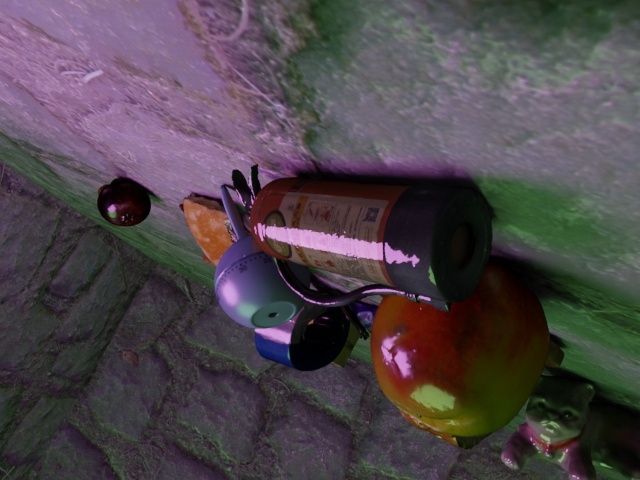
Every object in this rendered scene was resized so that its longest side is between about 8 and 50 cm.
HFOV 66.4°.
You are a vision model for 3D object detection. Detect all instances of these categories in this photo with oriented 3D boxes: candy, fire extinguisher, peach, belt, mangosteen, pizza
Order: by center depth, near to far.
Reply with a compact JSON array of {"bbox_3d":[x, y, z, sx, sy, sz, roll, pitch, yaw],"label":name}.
[{"bbox_3d":[0.012,0.011,0.607,0.113,0.200,0.376,-9,-165,-42],"label":"fire extinguisher"},{"bbox_3d":[0.176,0.132,0.641,0.231,0.230,0.231,25,165,7],"label":"peach"},{"bbox_3d":[-0.218,-0.026,1.026,0.262,0.034,0.181,-14,109,58],"label":"pizza"},{"bbox_3d":[0.169,0.215,1.235,0.145,0.070,0.275,45,163,-30],"label":"candy"},{"bbox_3d":[-0.505,-0.104,1.249,0.140,0.140,0.140,25,165,7],"label":"mangosteen"},{"bbox_3d":[-0.034,0.235,1.323,0.117,0.212,0.347,13,178,28],"label":"belt"}]

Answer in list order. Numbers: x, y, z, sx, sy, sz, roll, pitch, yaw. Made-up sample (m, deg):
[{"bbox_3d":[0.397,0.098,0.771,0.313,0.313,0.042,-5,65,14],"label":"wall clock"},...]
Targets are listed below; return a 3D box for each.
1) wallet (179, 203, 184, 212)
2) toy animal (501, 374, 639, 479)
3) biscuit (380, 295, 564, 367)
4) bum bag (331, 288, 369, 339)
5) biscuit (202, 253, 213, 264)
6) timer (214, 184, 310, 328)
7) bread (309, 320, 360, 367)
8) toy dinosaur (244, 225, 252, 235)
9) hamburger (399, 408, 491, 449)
[{"bbox_3d":[-0.269,-0.047,1.145,0.176,0.026,0.095,4,130,53],"label":"wallet"},{"bbox_3d":[0.554,0.365,0.968,0.308,0.187,0.266,1,173,38],"label":"toy animal"},{"bbox_3d":[0.256,0.138,0.852,0.320,0.047,0.183,20,168,25],"label":"biscuit"},{"bbox_3d":[0.078,0.200,1.312,0.159,0.026,0.109,50,-173,-51],"label":"bum bag"},{"bbox_3d":[-0.164,0.068,1.274,0.270,0.051,0.376,18,174,-20],"label":"biscuit"},{"bbox_3d":[-0.092,0.024,0.835,0.176,0.255,0.175,3,150,2],"label":"timer"},{"bbox_3d":[-0.013,0.297,1.644,0.264,0.163,0.167,18,164,33],"label":"bread"},{"bbox_3d":[-0.134,0.013,1.124,0.139,0.070,0.286,9,176,-27],"label":"toy dinosaur"},{"bbox_3d":[0.240,0.258,0.932,0.209,0.161,0.330,14,-169,43],"label":"hamburger"}]
